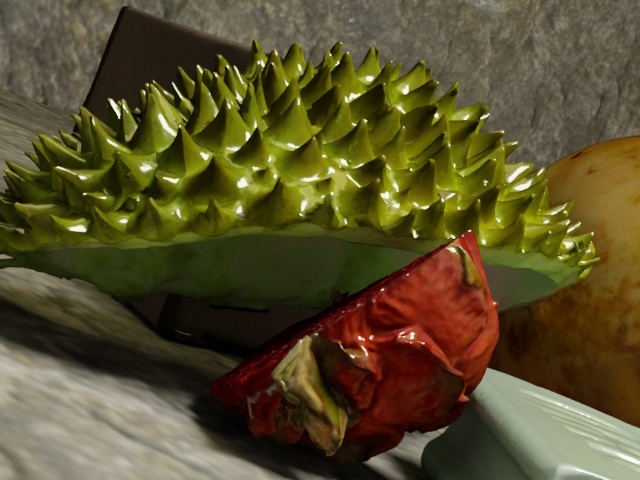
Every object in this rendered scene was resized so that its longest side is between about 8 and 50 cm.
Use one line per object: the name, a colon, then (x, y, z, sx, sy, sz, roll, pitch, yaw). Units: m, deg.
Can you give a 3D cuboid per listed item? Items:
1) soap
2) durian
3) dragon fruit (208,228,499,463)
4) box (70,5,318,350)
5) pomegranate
soap: (0.120, 0.120, 0.589, 0.119, 0.066, 0.198, 24, 4, -7)
durian: (-0.001, -0.007, 0.677, 0.355, 0.169, 0.157, 5, 36, -24)
dragon fruit: (0.012, 0.069, 0.604, 0.106, 0.083, 0.162, -31, 4, -37)
box: (-0.059, -0.040, 0.884, 0.153, 0.188, 0.252, 20, 3, -31)
pomegranate: (0.242, 0.055, 0.890, 0.270, 0.229, 0.252, 17, 14, -33)
